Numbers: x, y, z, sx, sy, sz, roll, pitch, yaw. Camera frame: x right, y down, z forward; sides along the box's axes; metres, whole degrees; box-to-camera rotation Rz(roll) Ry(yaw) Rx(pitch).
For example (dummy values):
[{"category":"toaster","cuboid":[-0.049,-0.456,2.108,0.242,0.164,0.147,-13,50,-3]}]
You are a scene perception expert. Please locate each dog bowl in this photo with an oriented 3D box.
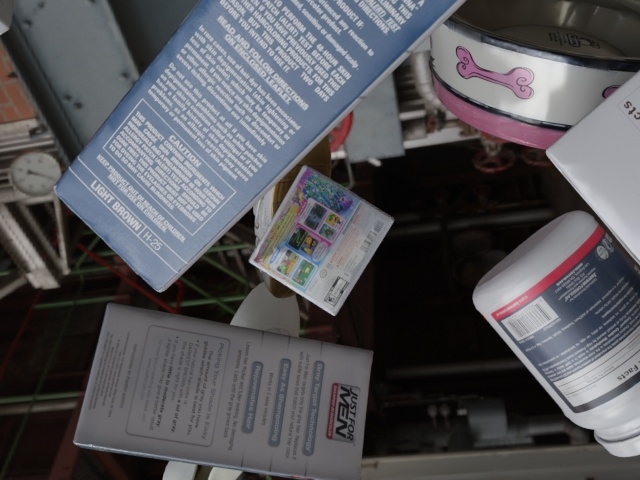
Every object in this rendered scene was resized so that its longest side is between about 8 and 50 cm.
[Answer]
[{"category":"dog bowl","cuboid":[0.348,-0.272,1.030,0.408,0.407,0.151,-82,-2,-56]}]

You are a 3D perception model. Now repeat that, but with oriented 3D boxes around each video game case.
[{"category":"video game case","cuboid":[0.000,0.000,0.938,0.157,0.143,0.019,-59,-5,12]}]

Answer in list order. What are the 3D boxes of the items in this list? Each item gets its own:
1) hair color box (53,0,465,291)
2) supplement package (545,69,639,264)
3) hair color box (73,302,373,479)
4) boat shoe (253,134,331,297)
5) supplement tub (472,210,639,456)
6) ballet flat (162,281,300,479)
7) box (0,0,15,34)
[{"category":"hair color box","cuboid":[-0.005,-0.132,0.445,0.105,0.347,0.174,46,-152,-8]},{"category":"supplement package","cuboid":[0.432,-0.126,0.750,0.175,0.293,0.177,55,-152,16]},{"category":"hair color box","cuboid":[-0.126,0.219,0.959,0.113,0.374,0.186,126,154,-66]},{"category":"boat shoe","cuboid":[-0.057,-0.053,1.015,0.096,0.098,0.277,38,125,45]},{"category":"supplement tub","cuboid":[0.349,0.116,0.892,0.272,0.191,0.191,50,-171,5]},{"category":"ballet flat","cuboid":[-0.119,0.259,1.105,0.401,0.139,0.139,-64,-15,-4]},{"category":"box","cuboid":[-0.585,-0.409,1.029,0.168,0.214,0.346,46,-158,-45]}]
